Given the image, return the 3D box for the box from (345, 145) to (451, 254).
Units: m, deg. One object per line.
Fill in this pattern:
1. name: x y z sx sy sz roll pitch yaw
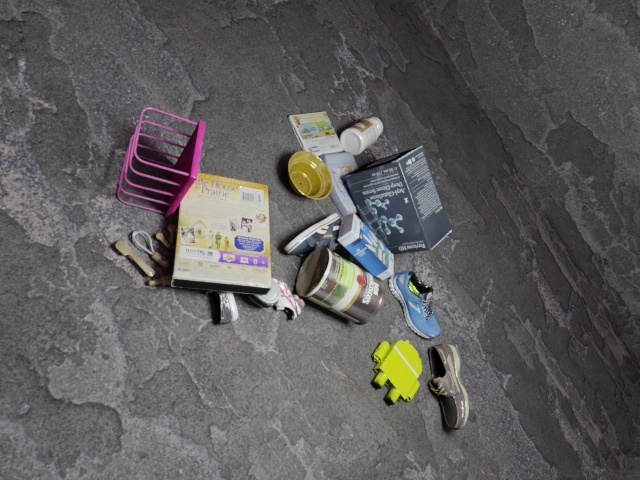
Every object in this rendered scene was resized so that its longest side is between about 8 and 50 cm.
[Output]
1. box: 0.335 -0.159 1.893 0.212 0.293 0.396 -34 106 -41

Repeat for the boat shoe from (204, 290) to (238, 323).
1. boat shoe: -0.340 0.163 1.430 0.076 0.080 0.229 -14 87 -42

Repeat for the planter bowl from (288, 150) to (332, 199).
1. planter bowl: -0.062 -0.251 1.817 0.217 0.090 0.217 16 61 -31

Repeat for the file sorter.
1. file sorter: -0.496 -0.234 1.347 0.182 0.290 0.202 15 61 -28

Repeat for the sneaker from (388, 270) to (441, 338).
1. sneaker: 0.434 0.279 1.919 0.129 0.147 0.330 -34 93 -42

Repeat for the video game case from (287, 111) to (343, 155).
1. video game case: -0.019 -0.483 2.001 0.226 0.026 0.207 -21 83 -40

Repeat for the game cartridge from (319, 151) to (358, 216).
1. game cartridge: 0.110 -0.258 1.981 0.198 0.062 0.297 -14 79 -45

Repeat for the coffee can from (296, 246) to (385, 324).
1. coffee can: 0.075 0.173 1.651 0.275 0.201 0.202 30 54 -25

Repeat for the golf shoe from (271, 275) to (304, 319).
1. golf shoe: -0.138 0.202 1.567 0.186 0.067 0.086 45 51 -13

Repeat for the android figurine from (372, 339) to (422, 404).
1. android figurine: 0.314 0.519 1.778 0.248 0.056 0.273 51 49 -7

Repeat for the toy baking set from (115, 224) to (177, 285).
1. toy baking set: -0.500 0.051 1.388 0.256 0.030 0.197 -13 76 -41

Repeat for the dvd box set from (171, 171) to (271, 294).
1. dvd box set: -0.321 -0.032 1.461 0.307 0.062 0.421 8 56 -23

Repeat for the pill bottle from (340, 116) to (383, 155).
1. pill bottle: 0.204 -0.510 2.113 0.131 0.131 0.229 53 48 -6

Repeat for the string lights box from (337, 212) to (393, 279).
1. string lights box: 0.183 0.030 1.752 0.259 0.076 0.133 45 30 -21

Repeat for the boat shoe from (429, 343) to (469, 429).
1. boat shoe: 0.523 0.612 1.866 0.130 0.132 0.356 14 53 -22

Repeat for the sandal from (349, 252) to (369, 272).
1. sandal: 0.178 0.137 1.812 0.079 0.088 0.240 22 51 -76

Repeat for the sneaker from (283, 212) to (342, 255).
1. sneaker: 0.000 0.000 1.727 0.321 0.126 0.127 -32 85 -43

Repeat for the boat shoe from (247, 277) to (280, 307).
1. boat shoe: -0.259 0.107 1.503 0.114 0.091 0.303 -31 78 -30
